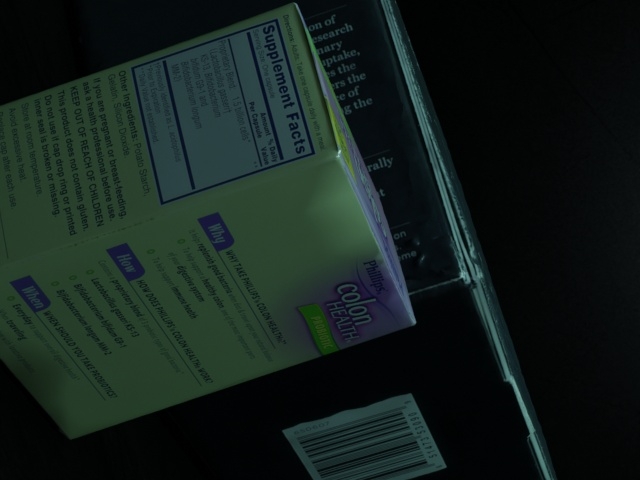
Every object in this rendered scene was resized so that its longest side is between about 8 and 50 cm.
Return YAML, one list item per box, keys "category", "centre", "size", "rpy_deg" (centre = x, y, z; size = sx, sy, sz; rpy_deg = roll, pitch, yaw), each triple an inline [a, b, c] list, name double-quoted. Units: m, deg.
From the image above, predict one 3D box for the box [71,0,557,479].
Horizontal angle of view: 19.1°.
- category: "box"
  centre: [0.000, 0.000, 1.810]
  size: [0.480, 0.297, 0.472]
  rpy_deg: [64, 11, -56]

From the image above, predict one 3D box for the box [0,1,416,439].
- category: "box"
  centre: [-0.089, -0.005, 1.166]
  size: [0.213, 0.243, 0.117]
  rpy_deg: [63, 11, -57]
